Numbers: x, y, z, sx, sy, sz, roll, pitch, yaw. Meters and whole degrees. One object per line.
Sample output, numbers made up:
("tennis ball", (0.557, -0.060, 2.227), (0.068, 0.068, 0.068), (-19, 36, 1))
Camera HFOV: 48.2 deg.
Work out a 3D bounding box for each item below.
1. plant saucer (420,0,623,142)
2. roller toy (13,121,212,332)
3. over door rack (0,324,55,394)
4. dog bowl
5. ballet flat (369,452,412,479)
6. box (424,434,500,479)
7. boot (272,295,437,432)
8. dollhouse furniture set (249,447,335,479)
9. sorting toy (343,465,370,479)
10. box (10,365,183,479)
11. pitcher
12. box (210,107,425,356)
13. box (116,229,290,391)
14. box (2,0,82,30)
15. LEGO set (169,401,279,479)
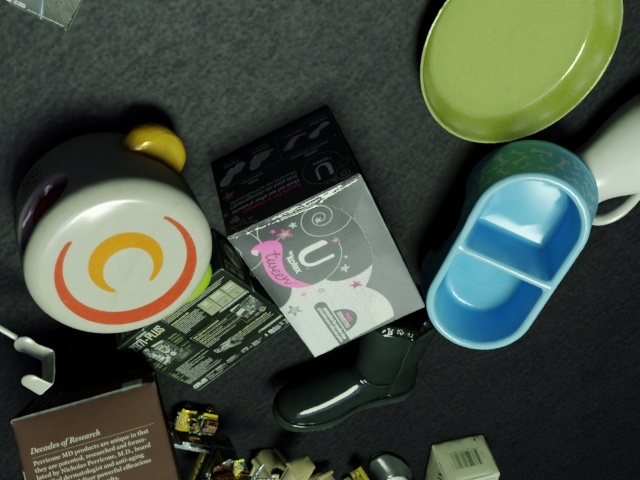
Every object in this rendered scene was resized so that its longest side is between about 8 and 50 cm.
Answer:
("plant saucer", (0.221, -0.221, 0.811), (0.241, 0.037, 0.240), (-9, 132, -11))
("roller toy", (-0.226, -0.014, 0.772), (0.191, 0.146, 0.209), (-16, 130, -18))
("over door rack", (-0.488, 0.103, 0.795), (0.239, 0.108, 0.324), (-39, 110, 16))
("dog bowl", (0.235, 0.019, 0.916), (0.166, 0.074, 0.297), (24, 122, 1))
("ballet flat", (0.154, 0.481, 1.385), (0.074, 0.074, 0.203), (-26, 133, 5))
("box", (0.269, 0.512, 1.433), (0.113, 0.094, 0.275), (-9, 132, -10))
("boot", (0.053, 0.175, 1.063), (0.247, 0.094, 0.207), (-9, 136, -19))
("dollhouse furniture set", (-0.041, 0.397, 1.257), (0.161, 0.101, 0.181), (-12, 138, -43))
("sorting toy", (0.099, 0.519, 1.368), (0.046, 0.132, 0.274), (-28, 141, -29))
("box", (-0.266, 0.284, 0.897), (0.167, 0.168, 0.203), (-14, 89, -14))
("pitcher", (0.418, -0.104, 0.930), (0.207, 0.125, 0.178), (-30, 141, 22))
("box", (0.000, 0.000, 0.861), (0.163, 0.142, 0.247), (-26, 133, 5))
("box", (-0.152, 0.097, 0.940), (0.180, 0.077, 0.147), (-37, 131, 15))
("box", (-0.256, -0.239, 0.650), (0.083, 0.018, 0.067), (21, 121, -32))
("LEGO set", (-0.232, 0.423, 1.048), (0.255, 0.192, 0.331), (28, 94, -28))
